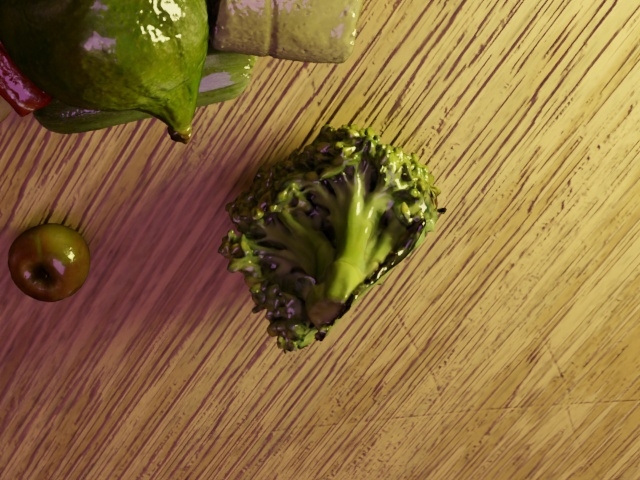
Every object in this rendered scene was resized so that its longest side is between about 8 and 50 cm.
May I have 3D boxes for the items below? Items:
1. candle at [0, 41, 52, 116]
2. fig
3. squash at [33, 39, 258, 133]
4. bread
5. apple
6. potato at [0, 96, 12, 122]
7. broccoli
[{"bbox_3d":[-0.367,-0.246,1.281,0.051,0.048,0.329,-25,113,35],"label":"candle"},{"bbox_3d":[-0.173,-0.196,1.301,0.203,0.203,0.235,-32,132,17],"label":"fig"},{"bbox_3d":[-0.175,-0.156,1.404,0.239,0.069,0.069,-13,128,5],"label":"squash"},{"bbox_3d":[-0.028,-0.242,1.316,0.141,0.134,0.148,5,137,-10],"label":"bread"},{"bbox_3d":[-0.296,0.022,1.521,0.089,0.074,0.089,-2,126,-3],"label":"apple"},{"bbox_3d":[-0.349,-0.159,1.383,0.096,0.066,0.103,40,117,-21],"label":"potato"},{"bbox_3d":[-0.006,-0.012,1.446,0.180,0.273,0.242,45,114,4],"label":"broccoli"}]
